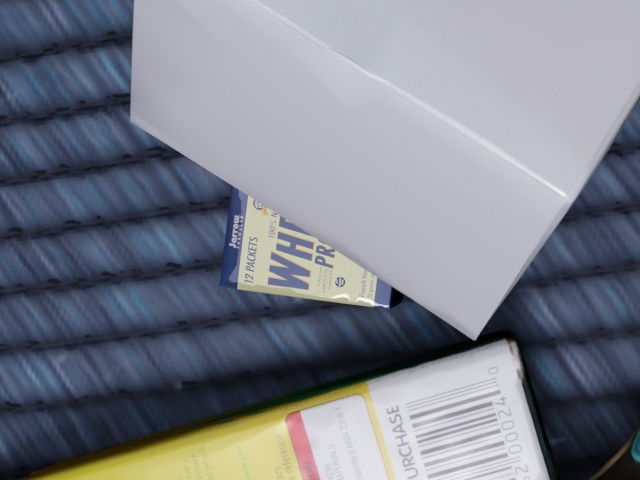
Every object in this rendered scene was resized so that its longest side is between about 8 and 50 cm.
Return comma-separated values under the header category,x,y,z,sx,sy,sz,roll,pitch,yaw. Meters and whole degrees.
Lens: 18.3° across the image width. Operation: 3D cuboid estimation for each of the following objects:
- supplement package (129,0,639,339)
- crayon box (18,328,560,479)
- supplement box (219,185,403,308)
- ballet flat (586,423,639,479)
category,x,y,z,sx,sy,sz,roll,pitch,yaw
supplement package,0.069,-0.137,0.870,0.199,0.198,0.263,32,71,5
crayon box,-0.027,0.184,0.988,0.318,0.081,0.202,-16,89,6
supplement box,0.000,0.000,0.979,0.083,0.083,0.056,7,91,7
ballet flat,0.159,0.129,0.918,0.232,0.080,0.073,-42,119,-33
